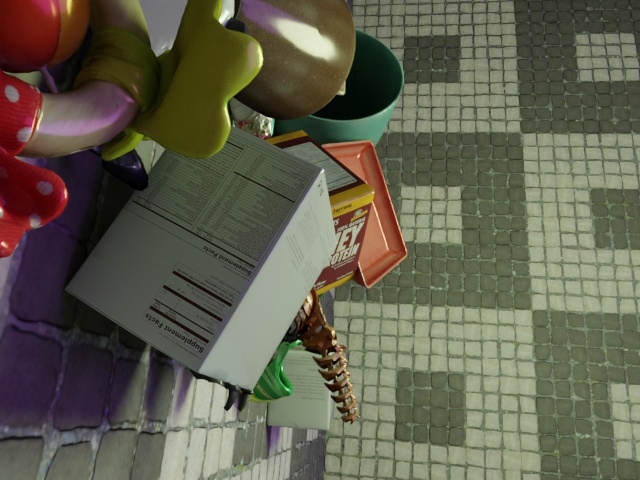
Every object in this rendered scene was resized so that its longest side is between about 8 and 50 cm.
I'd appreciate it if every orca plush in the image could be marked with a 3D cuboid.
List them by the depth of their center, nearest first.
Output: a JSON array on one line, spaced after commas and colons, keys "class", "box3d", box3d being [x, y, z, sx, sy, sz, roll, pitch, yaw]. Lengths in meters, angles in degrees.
[{"class": "orca plush", "box3d": [-0.156, -0.175, 0.504, 0.102, 0.151, 0.288, 142, -46, -58]}]

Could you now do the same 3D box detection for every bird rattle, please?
[{"class": "bird rattle", "box3d": [-0.177, -0.106, 0.305, 0.253, 0.143, 0.207, -32, 103, -40]}]

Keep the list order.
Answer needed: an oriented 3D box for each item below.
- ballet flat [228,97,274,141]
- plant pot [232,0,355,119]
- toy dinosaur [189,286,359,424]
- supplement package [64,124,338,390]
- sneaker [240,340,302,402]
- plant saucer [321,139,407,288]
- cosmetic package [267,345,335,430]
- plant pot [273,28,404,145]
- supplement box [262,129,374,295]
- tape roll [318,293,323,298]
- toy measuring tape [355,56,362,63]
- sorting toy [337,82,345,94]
[{"class": "ballet flat", "box3d": [-0.124, -0.266, 0.872, 0.077, 0.091, 0.241, 19, 65, -50]}, {"class": "plant pot", "box3d": [-0.090, -0.281, 0.679, 0.230, 0.215, 0.216, -15, 107, -68]}, {"class": "toy dinosaur", "box3d": [-0.073, 0.101, 0.688, 0.322, 0.218, 0.164, 43, -11, 41]}, {"class": "supplement package", "box3d": [-0.098, 0.021, 0.533, 0.203, 0.149, 0.194, -59, 165, -15]}, {"class": "sneaker", "box3d": [-0.089, 0.159, 0.992, 0.109, 0.123, 0.296, -1, 92, -82]}, {"class": "plant saucer", "box3d": [0.075, -0.058, 0.993, 0.259, 0.047, 0.259, -26, 99, -63]}, {"class": "cosmetic package", "box3d": [-0.042, 0.360, 1.296, 0.151, 0.151, 0.184, 36, 57, -82]}, {"class": "plant pot", "box3d": [0.018, -0.291, 1.163, 0.235, 0.292, 0.293, 100, -3, -57]}, {"class": "supplement box", "box3d": [-0.036, -0.040, 0.850, 0.194, 0.129, 0.192, 45, -38, 34]}, {"class": "tape roll", "box3d": [0.000, 0.000, 1.204, 0.321, 0.077, 0.321, -58, -169, 18]}, {"class": "toy measuring tape", "box3d": [-0.008, -0.538, 1.259, 0.330, 0.121, 0.121, 64, 0, 15]}, {"class": "sorting toy", "box3d": [-0.041, -0.392, 1.022, 0.038, 0.192, 0.209, 146, -53, -71]}]
